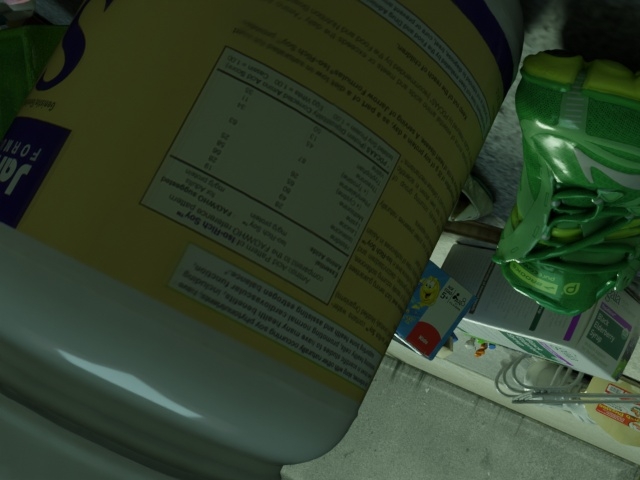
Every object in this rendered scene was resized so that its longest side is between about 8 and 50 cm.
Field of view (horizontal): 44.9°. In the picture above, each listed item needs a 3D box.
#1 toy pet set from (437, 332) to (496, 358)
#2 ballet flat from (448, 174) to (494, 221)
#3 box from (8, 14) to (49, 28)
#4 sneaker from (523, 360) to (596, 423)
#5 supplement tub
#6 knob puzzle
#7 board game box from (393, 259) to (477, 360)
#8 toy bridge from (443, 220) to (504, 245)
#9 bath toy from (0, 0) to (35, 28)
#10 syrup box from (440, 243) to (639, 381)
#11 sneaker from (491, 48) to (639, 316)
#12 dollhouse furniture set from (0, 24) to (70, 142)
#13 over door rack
[{"bbox_3d":[0.281,0.195,1.608,0.122,0.065,0.114,28,136,-22],"label":"toy pet set"},{"bbox_3d":[0.116,-0.047,0.713,0.057,0.052,0.168,21,169,33],"label":"ballet flat"},{"bbox_3d":[-0.365,-0.167,1.011,0.167,0.169,0.203,31,170,-29],"label":"box"},{"bbox_3d":[0.483,0.283,1.436,0.232,0.091,0.115,21,167,-24],"label":"sneaker"},{"bbox_3d":[-0.053,-0.024,0.443,0.241,0.331,0.241,26,170,5],"label":"supplement tub"},{"bbox_3d":[0.544,0.297,1.335,0.213,0.030,0.213,26,147,18],"label":"knob puzzle"},{"bbox_3d":[0.000,0.000,0.937,0.302,0.086,0.308,38,175,-9],"label":"board game box"},{"bbox_3d":[0.196,0.002,0.789,0.188,0.026,0.063,18,-171,9],"label":"toy bridge"},{"bbox_3d":[-0.297,-0.242,0.604,0.151,0.129,0.348,-18,-167,-24],"label":"bath toy"},{"bbox_3d":[0.244,0.078,0.907,0.093,0.096,0.236,33,169,-33],"label":"syrup box"},{"bbox_3d":[0.175,-0.017,0.500,0.109,0.124,0.295,22,169,27],"label":"sneaker"},{"bbox_3d":[-0.232,-0.115,0.730,0.197,0.151,0.301,-13,-164,-40],"label":"dollhouse furniture set"},{"bbox_3d":[0.431,0.208,1.130,0.324,0.108,0.239,10,168,9],"label":"over door rack"}]
